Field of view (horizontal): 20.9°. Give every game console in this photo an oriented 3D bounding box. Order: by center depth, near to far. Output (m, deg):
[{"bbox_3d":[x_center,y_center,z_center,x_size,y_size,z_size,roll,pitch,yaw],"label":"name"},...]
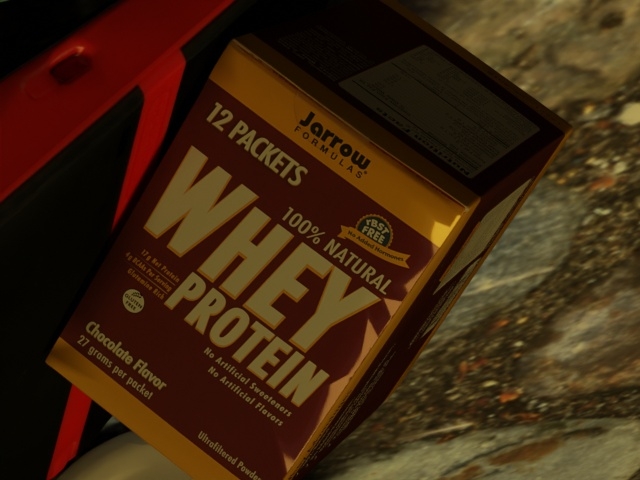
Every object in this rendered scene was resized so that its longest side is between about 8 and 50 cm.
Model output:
[{"bbox_3d":[-0.134,0.024,0.866,0.342,0.060,0.386,-46,168,-36],"label":"game console"}]

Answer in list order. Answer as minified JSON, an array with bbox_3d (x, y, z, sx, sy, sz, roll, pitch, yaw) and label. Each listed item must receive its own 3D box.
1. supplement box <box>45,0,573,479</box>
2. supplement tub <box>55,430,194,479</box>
[{"bbox_3d":[0.000,0.000,0.857,0.191,0.129,0.194,-58,169,23],"label":"supplement box"},{"bbox_3d":[-0.072,0.289,1.318,0.228,0.228,0.316,-25,150,7],"label":"supplement tub"}]
